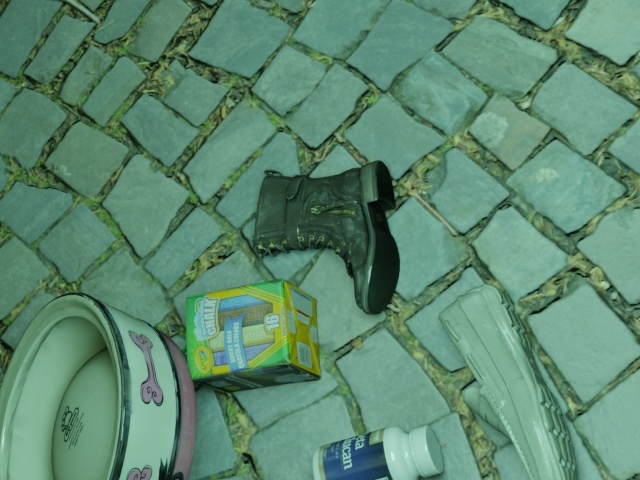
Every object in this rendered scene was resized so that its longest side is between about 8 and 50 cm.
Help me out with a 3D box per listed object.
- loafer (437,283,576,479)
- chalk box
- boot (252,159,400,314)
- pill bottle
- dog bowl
[{"bbox_3d":[0.254,0.212,1.567,0.111,0.112,0.319,-30,57,18],"label":"loafer"},{"bbox_3d":[-0.122,0.150,1.731,0.213,0.132,0.132,-10,70,19],"label":"chalk box"},{"bbox_3d":[0.000,0.000,1.763,0.229,0.091,0.263,-10,66,26],"label":"boot"},{"bbox_3d":[0.082,0.315,1.611,0.169,0.094,0.094,-19,67,17],"label":"pill bottle"},{"bbox_3d":[-0.336,0.289,1.697,0.408,0.150,0.408,-20,63,47],"label":"dog bowl"}]
